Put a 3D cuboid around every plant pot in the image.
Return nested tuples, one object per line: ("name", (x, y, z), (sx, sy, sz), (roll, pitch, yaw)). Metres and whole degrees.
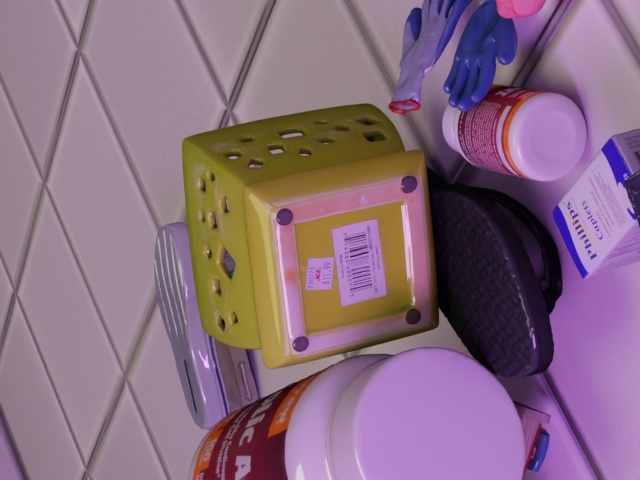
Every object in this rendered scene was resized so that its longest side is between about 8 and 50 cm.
("plant pot", (0.000, 0.000, 1.946), (0.207, 0.227, 0.228), (-145, 46, -64))

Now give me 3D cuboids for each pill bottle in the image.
("pill bottle", (0.184, -0.108, 1.843), (0.152, 0.086, 0.086), (18, 119, 61))
("pill bottle", (0.031, 0.242, 1.955), (0.392, 0.224, 0.224), (-32, 74, 59))

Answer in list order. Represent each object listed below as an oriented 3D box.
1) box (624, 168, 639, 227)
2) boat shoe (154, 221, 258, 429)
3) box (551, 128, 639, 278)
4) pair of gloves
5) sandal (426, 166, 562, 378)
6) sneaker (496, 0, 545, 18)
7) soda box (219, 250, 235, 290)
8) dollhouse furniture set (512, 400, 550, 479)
("box", (0.355, 0.016, 1.476), (0.108, 0.153, 0.207), (-38, 70, 63))
("boat shoe", (-0.162, 0.116, 2.677), (0.109, 0.094, 0.302), (11, 115, 60))
("box", (0.285, -0.041, 1.619), (0.072, 0.126, 0.137), (64, 153, 20))
("pair of gloves", (0.138, -0.199, 1.880), (0.198, 0.023, 0.159), (3, 73, 59))
("sandal", (0.166, 0.004, 1.950), (0.446, 0.107, 0.167), (-130, 32, -66))
("sneaker", (0.130, -0.336, 1.800), (0.314, 0.116, 0.136), (60, 152, 30))
("soda box", (-0.050, 0.036, 2.293), (0.058, 0.183, 0.063), (43, 142, 49))
("dollhouse furniture set", (0.229, 0.274, 1.958), (0.129, 0.129, 0.183), (17, 89, 61))
